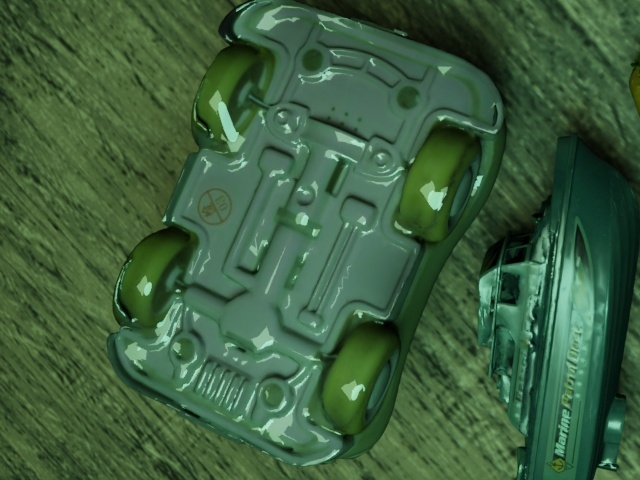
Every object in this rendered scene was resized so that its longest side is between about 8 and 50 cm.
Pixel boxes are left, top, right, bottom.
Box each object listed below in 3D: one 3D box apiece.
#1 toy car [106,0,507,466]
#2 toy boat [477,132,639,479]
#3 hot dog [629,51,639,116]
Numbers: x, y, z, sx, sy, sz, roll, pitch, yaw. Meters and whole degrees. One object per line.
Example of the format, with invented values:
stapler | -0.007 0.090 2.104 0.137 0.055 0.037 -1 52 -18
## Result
toy car | 0.000 0.000 0.875 0.242 0.226 0.336 22 89 17
toy boat | 0.188 0.058 0.841 0.122 0.114 0.296 4 110 14
hot dog | 0.299 -0.068 0.781 0.072 0.055 0.188 -40 88 28
